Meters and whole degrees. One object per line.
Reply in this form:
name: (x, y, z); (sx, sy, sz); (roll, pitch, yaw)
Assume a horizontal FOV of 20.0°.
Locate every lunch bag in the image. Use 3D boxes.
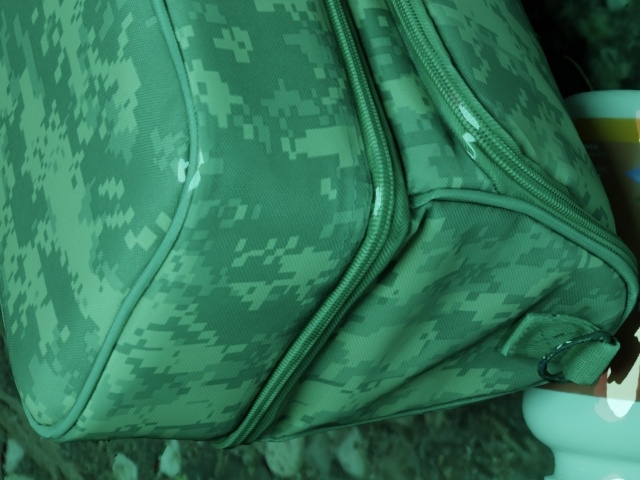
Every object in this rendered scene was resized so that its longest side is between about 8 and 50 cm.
lunch bag: (-0.009, -0.068, 0.834); (0.212, 0.256, 0.305); (-56, 40, 40)

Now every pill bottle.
pill bottle: (0.163, 0.041, 0.888); (0.121, 0.121, 0.216); (4, 87, 41)

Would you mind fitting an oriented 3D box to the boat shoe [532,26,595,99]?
boat shoe: (0.106, -0.099, 1.010); (0.049, 0.042, 0.133); (-49, 57, 22)
